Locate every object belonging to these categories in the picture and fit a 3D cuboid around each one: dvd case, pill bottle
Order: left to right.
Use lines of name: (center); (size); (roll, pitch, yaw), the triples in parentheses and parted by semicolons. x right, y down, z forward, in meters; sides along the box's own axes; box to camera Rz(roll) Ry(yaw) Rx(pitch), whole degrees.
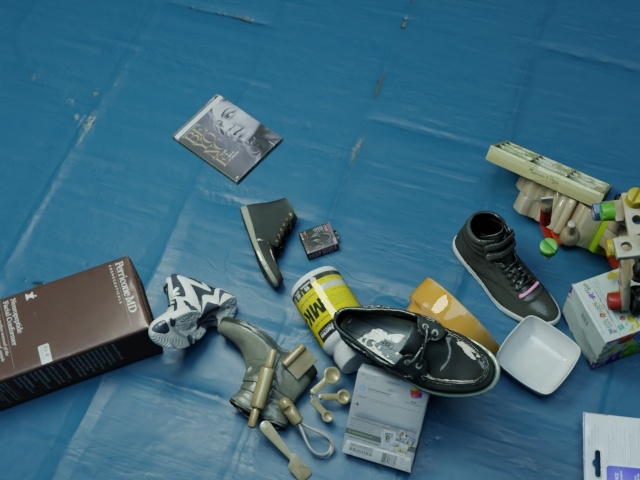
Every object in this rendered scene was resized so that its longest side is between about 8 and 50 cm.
dvd case: (-0.229, -0.252, 2.205); (0.221, 0.018, 0.164); (35, 69, 21)
pill bottle: (0.035, 0.167, 1.891); (0.119, 0.119, 0.208); (-28, 62, -11)

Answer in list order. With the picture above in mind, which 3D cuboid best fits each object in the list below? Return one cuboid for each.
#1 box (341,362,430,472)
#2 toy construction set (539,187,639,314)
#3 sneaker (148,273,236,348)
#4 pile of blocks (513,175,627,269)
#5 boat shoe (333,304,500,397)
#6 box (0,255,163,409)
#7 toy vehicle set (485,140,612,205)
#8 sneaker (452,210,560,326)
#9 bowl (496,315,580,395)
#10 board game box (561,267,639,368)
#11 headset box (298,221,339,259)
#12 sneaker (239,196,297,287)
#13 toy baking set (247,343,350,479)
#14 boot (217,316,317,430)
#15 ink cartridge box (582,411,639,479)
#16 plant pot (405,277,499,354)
box: (0.129, 0.347, 1.762); (0.145, 0.186, 0.038); (14, 19, 12)
toy construction set: (0.563, -0.019, 1.712); (0.309, 0.237, 0.257); (18, 75, 19)
sneaker: (-0.307, 0.142, 1.913); (0.153, 0.094, 0.235); (25, 34, 30)
pile of blocks: (0.573, -0.028, 1.981); (0.362, 0.149, 0.112); (37, 113, 38)
boat shoe: (0.166, 0.194, 1.683); (0.340, 0.113, 0.127); (24, 81, 34)
box: (-0.549, 0.198, 1.907); (0.381, 0.143, 0.191); (-19, 61, -9)
toy vehicle set: (0.514, -0.152, 2.021); (0.267, 0.166, 0.035); (26, 109, 16)
sneaker: (0.398, 0.057, 1.913); (0.104, 0.147, 0.296); (-35, 65, -17)
bowl: (0.446, 0.244, 1.857); (0.142, 0.053, 0.142); (36, 68, 21)
board game box: (0.662, 0.135, 1.852); (0.275, 0.142, 0.144); (-18, 60, -6)
headset box: (0.000, 0.000, 2.038); (0.083, 0.032, 0.062); (-19, 61, -5)
sneaker: (-0.096, -0.005, 2.019); (0.118, 0.083, 0.222); (-18, 60, -7)
toy baking set: (-0.046, 0.338, 1.805); (0.197, 0.030, 0.256); (22, 73, -6)
boot: (-0.142, 0.274, 1.863); (0.246, 0.083, 0.161); (30, 68, 14)
ink cartridge box: (0.608, 0.443, 1.737); (0.208, 0.045, 0.206); (6, 61, 6)
plant pot: (0.223, 0.211, 1.822); (0.188, 0.205, 0.205); (-45, 66, -2)
